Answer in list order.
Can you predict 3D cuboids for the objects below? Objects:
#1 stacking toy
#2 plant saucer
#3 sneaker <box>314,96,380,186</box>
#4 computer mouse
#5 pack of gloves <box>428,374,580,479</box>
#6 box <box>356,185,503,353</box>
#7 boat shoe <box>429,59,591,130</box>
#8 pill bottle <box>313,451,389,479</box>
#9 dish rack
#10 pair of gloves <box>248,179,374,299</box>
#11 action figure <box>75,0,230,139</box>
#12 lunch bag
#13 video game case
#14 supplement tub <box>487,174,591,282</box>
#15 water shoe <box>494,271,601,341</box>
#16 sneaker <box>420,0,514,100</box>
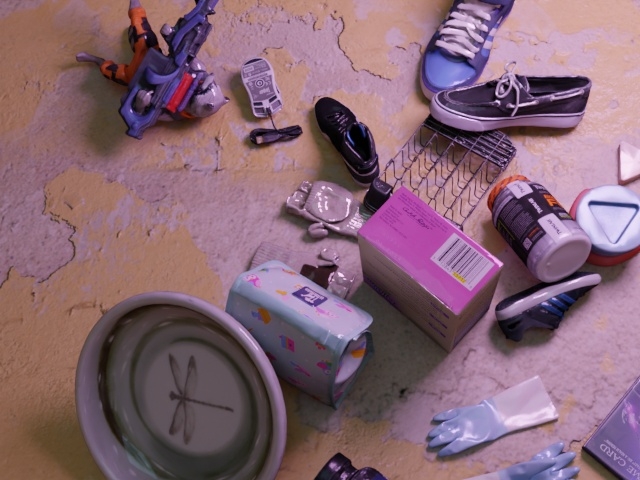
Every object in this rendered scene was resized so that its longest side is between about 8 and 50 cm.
[{"bbox_3d":[0.621,-0.054,1.510,0.309,0.130,0.279,23,72,13],"label":"stacking toy"},{"bbox_3d":[-0.223,0.273,1.415,0.401,0.100,0.400,4,101,23],"label":"plant saucer"},{"bbox_3d":[0.054,-0.218,1.631,0.079,0.121,0.216,-28,68,-7],"label":"sneaker"},{"bbox_3d":[-0.109,-0.285,1.718,0.106,0.042,0.192,-17,73,3],"label":"computer mouse"},{"bbox_3d":[0.308,0.352,1.420,0.232,0.046,0.195,-21,69,-4],"label":"pack of gloves"},{"bbox_3d":[0.183,0.056,1.443,0.214,0.243,0.117,40,76,19],"label":"box"},{"bbox_3d":[0.364,-0.276,1.605,0.307,0.104,0.113,3,46,-2],"label":"boat shoe"},{"bbox_3d":[0.088,0.446,1.358,0.219,0.123,0.122,34,75,18],"label":"pill bottle"},{"bbox_3d":[0.235,-0.128,1.601,0.208,0.074,0.271,32,64,15],"label":"dish rack"},{"bbox_3d":[0.000,0.000,1.591,0.204,0.042,0.240,26,72,15],"label":"pair of gloves"},{"bbox_3d":[-0.304,-0.382,1.707,0.330,0.178,0.341,43,102,14],"label":"action figure"},{"bbox_3d":[-0.032,0.151,1.414,0.223,0.262,0.160,30,74,17],"label":"lunch bag"},{"bbox_3d":[0.605,0.312,1.420,0.196,0.026,0.274,40,77,18],"label":"video game case"},{"bbox_3d":[0.385,-0.026,1.508,0.117,0.117,0.190,-25,49,-5],"label":"supplement tub"},{"bbox_3d":[0.409,0.117,1.504,0.203,0.073,0.080,-20,96,-5],"label":"water shoe"},{"bbox_3d":[0.294,-0.450,1.640,0.130,0.236,0.322,28,73,15],"label":"sneaker"}]
